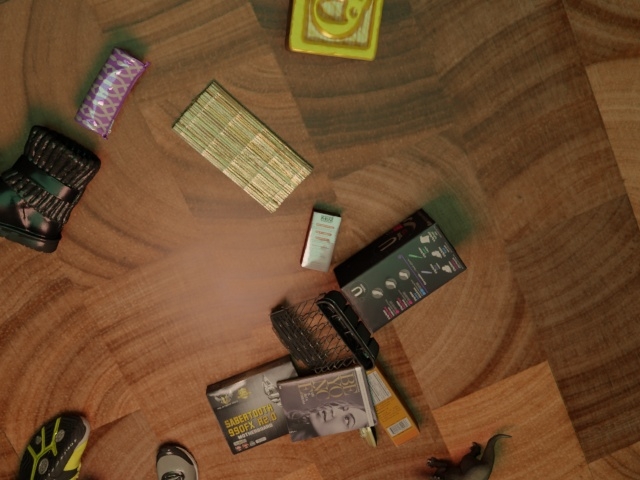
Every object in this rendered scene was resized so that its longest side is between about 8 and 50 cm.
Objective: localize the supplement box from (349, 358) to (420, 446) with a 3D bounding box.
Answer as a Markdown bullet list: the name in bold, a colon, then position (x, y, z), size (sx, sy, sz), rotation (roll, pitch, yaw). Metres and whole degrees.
- **supplement box**: position (0.162, 0.404, 1.983), size (0.080, 0.078, 0.233), rotation (-29, 103, 6)

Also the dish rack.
- **dish rack**: position (-0.004, 0.230, 1.860), size (0.272, 0.074, 0.208), rotation (-22, 109, 42)

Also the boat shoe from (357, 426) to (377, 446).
- **boat shoe**: position (0.101, 0.464, 2.006), size (0.048, 0.056, 0.153), rotation (-22, 103, 10)

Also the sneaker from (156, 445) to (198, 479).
- **sneaker**: position (-0.355, 0.647, 1.982), size (0.100, 0.108, 0.271), rotation (-11, 103, 0)

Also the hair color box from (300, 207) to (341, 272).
- **hair color box**: position (0.000, 0.000, 1.889), size (0.072, 0.043, 0.141), rotation (13, 103, -8)

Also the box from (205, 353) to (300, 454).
- **box**: position (-0.147, 0.413, 1.969), size (0.231, 0.056, 0.183), rotation (-21, 105, 0)

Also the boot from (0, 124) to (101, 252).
- **boot**: position (-0.695, -0.149, 1.745), size (0.348, 0.131, 0.260), rotation (22, 108, -20)

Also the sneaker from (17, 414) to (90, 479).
- **sneaker**: position (-0.669, 0.604, 1.950), size (0.147, 0.145, 0.384), rotation (26, 98, -43)

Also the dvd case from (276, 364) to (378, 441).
- **dvd case**: position (0.017, 0.404, 1.932), size (0.221, 0.018, 0.164), rotation (-13, 104, 3)

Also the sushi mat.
- **sushi mat**: position (-0.182, -0.216, 1.835), size (0.316, 0.019, 0.151), rotation (40, 98, -13)

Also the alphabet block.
- **alphabet block**: position (0.027, -0.496, 1.694), size (0.192, 0.197, 0.193), rotation (4, 103, -5)

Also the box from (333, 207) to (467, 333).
- **box**: position (0.183, 0.068, 1.858), size (0.270, 0.165, 0.143), rotation (-35, 104, 3)

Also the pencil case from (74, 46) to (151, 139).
- **pencil case**: position (-0.468, -0.330, 1.746), size (0.088, 0.086, 0.206), rotation (32, 100, 8)

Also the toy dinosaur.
- **toy dinosaur**: position (0.366, 0.606, 2.006), size (0.314, 0.160, 0.121), rotation (-21, 105, 1)
